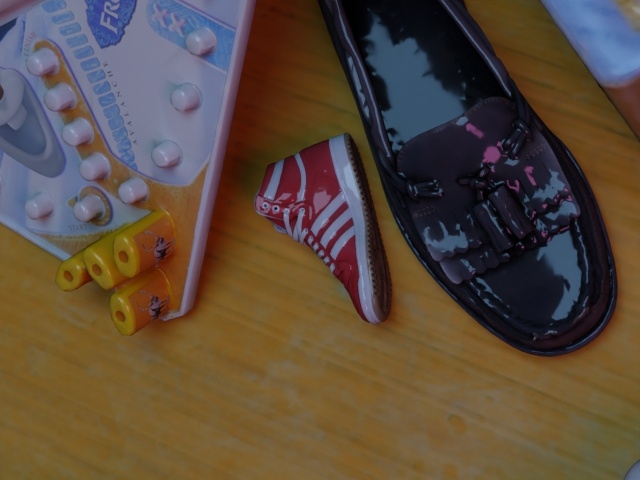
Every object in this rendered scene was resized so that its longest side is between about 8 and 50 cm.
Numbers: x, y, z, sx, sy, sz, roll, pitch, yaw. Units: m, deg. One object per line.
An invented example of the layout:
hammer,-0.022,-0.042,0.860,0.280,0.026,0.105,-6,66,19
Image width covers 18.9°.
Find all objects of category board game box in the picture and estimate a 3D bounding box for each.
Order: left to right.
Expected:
board game box,-0.212,-0.183,1.105,0.390,0.050,0.390,29,128,21

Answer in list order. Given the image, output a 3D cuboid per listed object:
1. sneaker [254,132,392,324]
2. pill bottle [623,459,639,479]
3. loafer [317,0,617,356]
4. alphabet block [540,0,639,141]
sneaker,0.000,0.000,1.123,0.067,0.042,0.118,-17,66,11
pill bottle,0.218,0.148,0.987,0.184,0.103,0.103,-21,73,14
loafer,0.065,-0.072,1.087,0.109,0.095,0.302,-30,71,11
alphabet block,0.196,-0.176,1.012,0.193,0.197,0.192,-34,71,10
